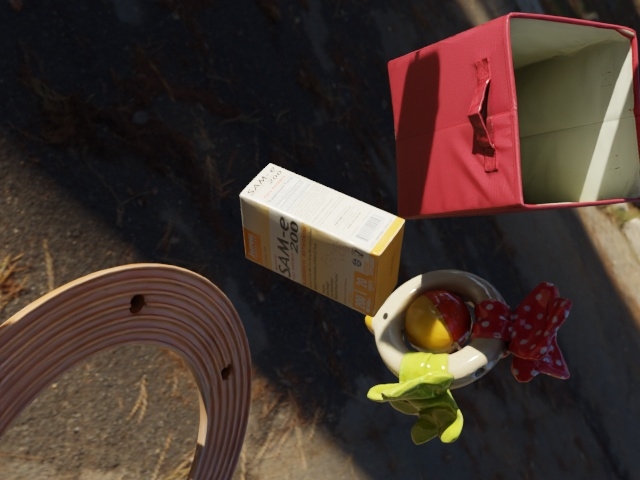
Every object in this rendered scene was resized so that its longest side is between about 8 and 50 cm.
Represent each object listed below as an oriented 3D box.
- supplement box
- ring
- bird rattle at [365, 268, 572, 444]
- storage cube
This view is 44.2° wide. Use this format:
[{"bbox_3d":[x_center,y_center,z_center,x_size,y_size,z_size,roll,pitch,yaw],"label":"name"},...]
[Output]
[{"bbox_3d":[0.000,0.000,0.497,0.036,0.098,0.062,-51,155,-35],"label":"supplement box"},{"bbox_3d":[-0.169,0.174,0.571,0.336,0.032,0.337,-33,132,-46],"label":"ring"},{"bbox_3d":[0.161,0.110,0.938,0.207,0.253,0.143,53,1,43],"label":"bird rattle"},{"bbox_3d":[0.204,-0.121,0.843,0.215,0.193,0.184,-5,90,-31],"label":"storage cube"}]
